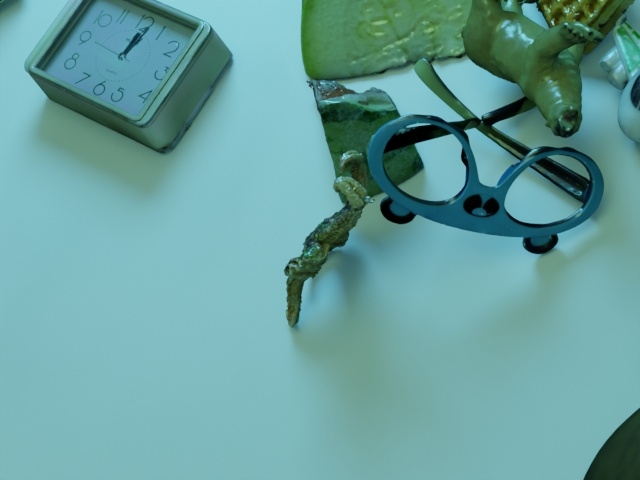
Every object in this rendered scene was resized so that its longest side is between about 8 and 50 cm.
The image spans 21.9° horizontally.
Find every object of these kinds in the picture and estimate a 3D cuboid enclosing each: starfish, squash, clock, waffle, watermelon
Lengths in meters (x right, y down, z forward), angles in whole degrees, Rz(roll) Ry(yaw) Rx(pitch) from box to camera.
[{"bbox_3d":[0.008,0.006,1.616,0.053,0.150,0.209,34,121,13],"label":"starfish"},{"bbox_3d":[0.089,-0.296,1.814,0.237,0.155,0.204,-11,99,12],"label":"squash"},{"bbox_3d":[-0.214,-0.201,1.841,0.192,0.071,0.147,27,76,28],"label":"clock"},{"bbox_3d":[0.262,-0.274,1.699,0.102,0.042,0.148,-52,48,39],"label":"waffle"},{"bbox_3d":[0.047,-0.110,1.724,0.098,0.121,0.158,-15,15,-5],"label":"watermelon"}]

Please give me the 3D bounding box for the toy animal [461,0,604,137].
[{"bbox_3d":[0.210,-0.183,1.631,0.219,0.103,0.101,42,109,43],"label":"toy animal"}]

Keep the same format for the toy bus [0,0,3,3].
[{"bbox_3d":[-0.437,-0.304,1.951,0.175,0.101,0.088,-34,59,7],"label":"toy bus"}]

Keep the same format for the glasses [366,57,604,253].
[{"bbox_3d":[0.157,-0.110,1.618,0.239,0.102,0.206,10,57,-15],"label":"glasses"}]

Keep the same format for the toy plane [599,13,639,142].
[{"bbox_3d":[0.357,-0.168,1.622,0.174,0.080,0.174,-8,65,17],"label":"toy plane"}]

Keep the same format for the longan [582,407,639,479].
[{"bbox_3d":[0.347,0.244,1.298,0.319,0.319,0.318,-8,63,16],"label":"longan"}]
